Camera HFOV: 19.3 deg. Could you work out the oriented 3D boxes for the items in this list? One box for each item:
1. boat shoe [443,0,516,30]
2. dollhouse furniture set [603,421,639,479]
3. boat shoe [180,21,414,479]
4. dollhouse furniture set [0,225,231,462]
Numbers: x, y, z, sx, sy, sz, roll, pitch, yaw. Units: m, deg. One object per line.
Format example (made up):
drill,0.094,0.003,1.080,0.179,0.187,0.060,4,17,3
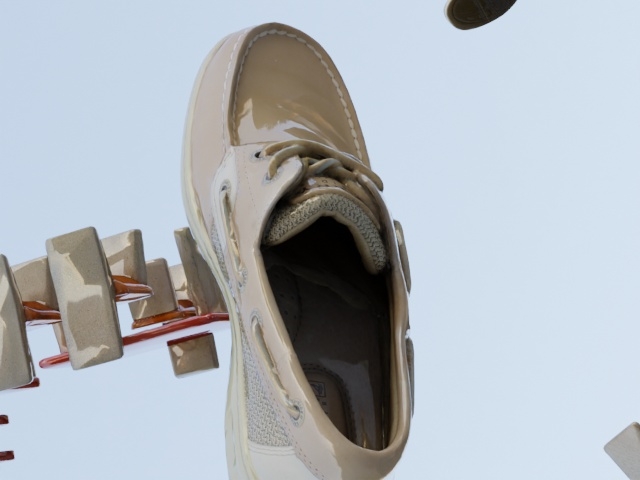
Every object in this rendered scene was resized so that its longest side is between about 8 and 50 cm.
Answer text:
boat shoe,0.163,-0.242,1.747,0.135,0.045,0.050,-40,-71,-14
dollhouse furniture set,0.458,0.157,2.064,0.151,0.197,0.301,48,-133,8
boat shoe,0.000,0.000,1.057,0.121,0.110,0.341,4,-125,-22
dollhouse furniture set,-0.171,0.084,1.391,0.262,0.259,0.135,3,-107,-63
